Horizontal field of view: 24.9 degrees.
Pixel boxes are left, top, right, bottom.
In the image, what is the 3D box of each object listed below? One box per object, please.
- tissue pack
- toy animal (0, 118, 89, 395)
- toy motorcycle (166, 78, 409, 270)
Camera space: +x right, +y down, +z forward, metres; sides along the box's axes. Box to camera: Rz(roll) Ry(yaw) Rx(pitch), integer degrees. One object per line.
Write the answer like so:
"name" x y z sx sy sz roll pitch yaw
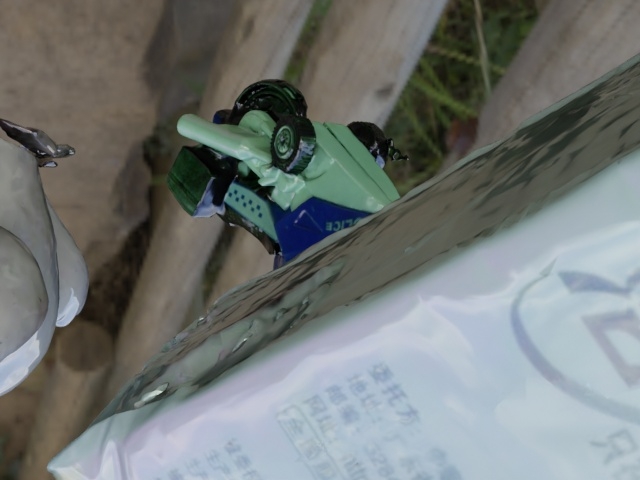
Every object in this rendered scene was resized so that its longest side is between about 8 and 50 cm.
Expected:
"tissue pack" 0.148 0.148 0.581 0.331 0.205 0.405 -31 98 30
"toy animal" -0.213 -0.005 0.688 0.208 0.154 0.325 25 176 -6
"toy motorcycle" 0.000 0.000 1.253 0.125 0.331 0.196 -1 126 -46
